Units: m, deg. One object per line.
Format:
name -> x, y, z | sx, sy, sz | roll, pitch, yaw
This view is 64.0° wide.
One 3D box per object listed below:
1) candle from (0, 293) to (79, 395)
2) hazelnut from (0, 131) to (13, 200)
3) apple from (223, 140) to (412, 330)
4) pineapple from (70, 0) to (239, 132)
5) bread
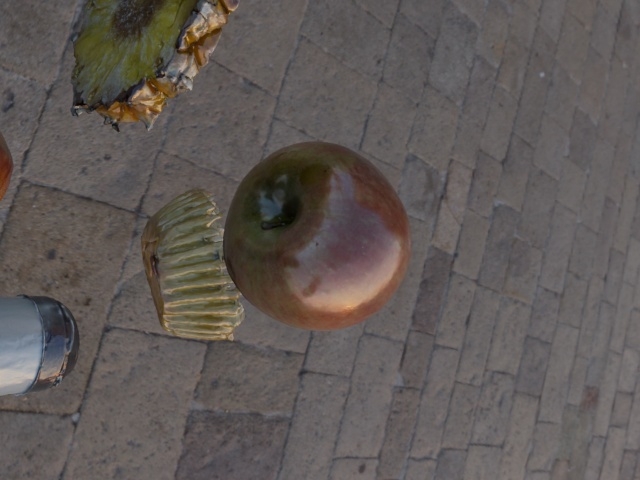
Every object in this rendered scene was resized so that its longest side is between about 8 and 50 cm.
candle -> -0.701, 0.219, 1.049 | 0.342, 0.221, 0.221 | 9, 88, -56
hazelnut -> -0.311, -0.056, 0.364 | 0.150, 0.150, 0.150 | -4, 96, -38
apple -> 0.000, 0.000, 0.530 | 0.174, 0.188, 0.188 | 42, 67, -55
pineapple -> -0.132, -0.190, 0.415 | 0.047, 0.221, 0.221 | 23, 79, -49
bread -> -0.223, 0.044, 0.882 | 0.149, 0.274, 0.274 | -6, 97, -22
